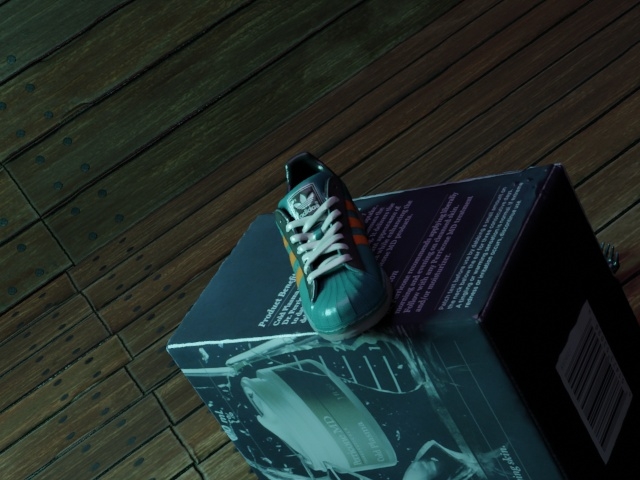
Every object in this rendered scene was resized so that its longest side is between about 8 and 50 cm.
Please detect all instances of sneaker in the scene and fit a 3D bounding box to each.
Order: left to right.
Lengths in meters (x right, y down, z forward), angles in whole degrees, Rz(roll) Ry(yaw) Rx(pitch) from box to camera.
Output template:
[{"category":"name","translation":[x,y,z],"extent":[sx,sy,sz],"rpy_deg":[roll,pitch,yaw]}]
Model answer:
[{"category":"sneaker","translation":[0.000,0.000,1.390],"extent":[0.108,0.121,0.302],"rpy_deg":[-29,28,7]}]

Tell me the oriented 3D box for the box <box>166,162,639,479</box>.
[{"category":"box","translation":[0.149,0.197,1.567],"extent":[0.471,0.480,0.297],"rpy_deg":[-8,35,39]}]

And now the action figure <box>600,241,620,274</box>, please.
[{"category":"action figure","translation":[0.354,0.102,1.916],"extent":[0.164,0.141,0.276],"rpy_deg":[14,48,40]}]
